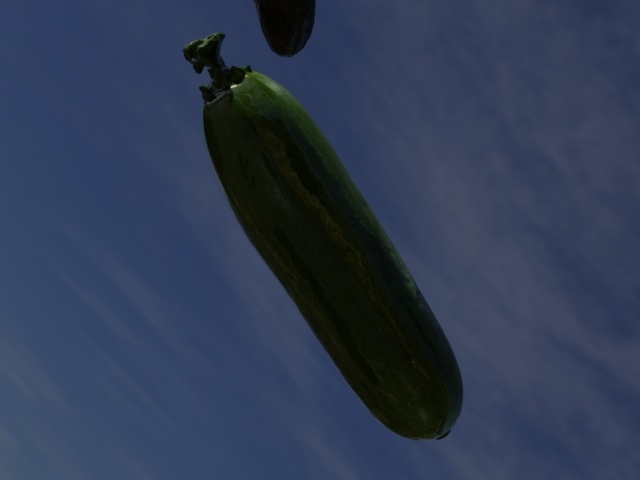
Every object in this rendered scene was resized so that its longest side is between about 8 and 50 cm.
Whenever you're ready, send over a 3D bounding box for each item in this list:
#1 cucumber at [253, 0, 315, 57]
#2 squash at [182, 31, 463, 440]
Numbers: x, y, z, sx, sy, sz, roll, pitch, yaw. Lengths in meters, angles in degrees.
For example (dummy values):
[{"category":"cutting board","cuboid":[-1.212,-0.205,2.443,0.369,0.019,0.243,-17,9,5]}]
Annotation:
[{"category":"cucumber","cuboid":[-0.051,-0.341,1.406,0.072,0.081,0.303,-96,172,-74]},{"category":"squash","cuboid":[0.000,0.000,1.092,0.378,0.101,0.101,60,-25,-1]}]
